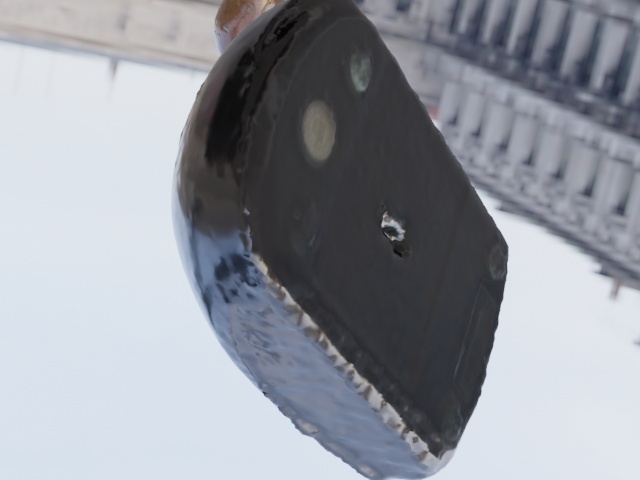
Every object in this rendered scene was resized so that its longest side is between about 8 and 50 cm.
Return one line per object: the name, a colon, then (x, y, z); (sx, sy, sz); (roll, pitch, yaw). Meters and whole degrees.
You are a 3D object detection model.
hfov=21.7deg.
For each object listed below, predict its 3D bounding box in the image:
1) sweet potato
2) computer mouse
sweet potato: (-0.058, -0.170, 1.388); (0.058, 0.202, 0.055); (33, -122, 21)
computer mouse: (0.000, 0.000, 0.851); (0.100, 0.170, 0.269); (2, 145, 33)
